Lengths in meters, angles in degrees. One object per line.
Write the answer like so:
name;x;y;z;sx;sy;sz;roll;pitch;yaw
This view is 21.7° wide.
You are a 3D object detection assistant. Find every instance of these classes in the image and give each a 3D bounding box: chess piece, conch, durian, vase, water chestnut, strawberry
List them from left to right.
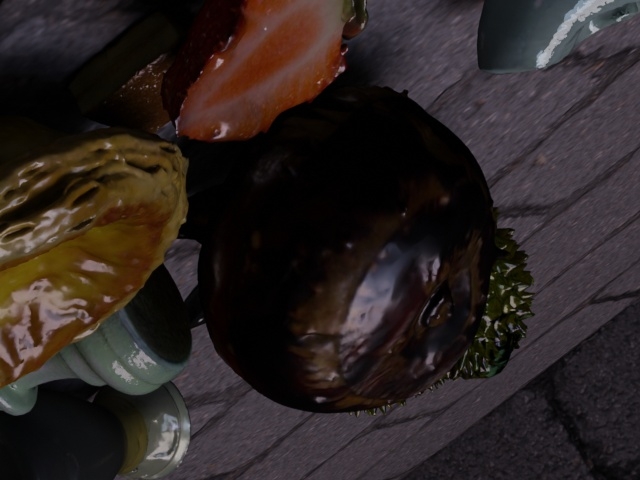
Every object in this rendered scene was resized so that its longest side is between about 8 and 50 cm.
chess piece;-0.252;0.105;1.417;0.271;0.139;0.139;-27;166;19
vase;-0.256;0.211;1.631;0.173;0.173;0.321;-39;168;22
strawberry;-0.044;-0.132;1.105;0.187;0.082;0.147;-44;146;-27
water chestnut;0.000;0.000;1.384;0.300;0.300;0.300;-30;164;-10
durian;0.081;0.042;1.649;0.291;0.225;0.291;-16;159;-6
conch;0.218;-0.209;1.353;0.221;0.121;0.185;-25;164;-4

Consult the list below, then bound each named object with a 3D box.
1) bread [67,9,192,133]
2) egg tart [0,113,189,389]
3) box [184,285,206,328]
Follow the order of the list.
bread;-0.115;-0.114;1.156;0.090;0.035;0.094;-37;163;14
egg tart;-0.232;0.007;1.132;0.319;0.128;0.319;-32;166;-9
box;-0.071;0.040;1.704;0.125;0.027;0.126;-18;158;-43
